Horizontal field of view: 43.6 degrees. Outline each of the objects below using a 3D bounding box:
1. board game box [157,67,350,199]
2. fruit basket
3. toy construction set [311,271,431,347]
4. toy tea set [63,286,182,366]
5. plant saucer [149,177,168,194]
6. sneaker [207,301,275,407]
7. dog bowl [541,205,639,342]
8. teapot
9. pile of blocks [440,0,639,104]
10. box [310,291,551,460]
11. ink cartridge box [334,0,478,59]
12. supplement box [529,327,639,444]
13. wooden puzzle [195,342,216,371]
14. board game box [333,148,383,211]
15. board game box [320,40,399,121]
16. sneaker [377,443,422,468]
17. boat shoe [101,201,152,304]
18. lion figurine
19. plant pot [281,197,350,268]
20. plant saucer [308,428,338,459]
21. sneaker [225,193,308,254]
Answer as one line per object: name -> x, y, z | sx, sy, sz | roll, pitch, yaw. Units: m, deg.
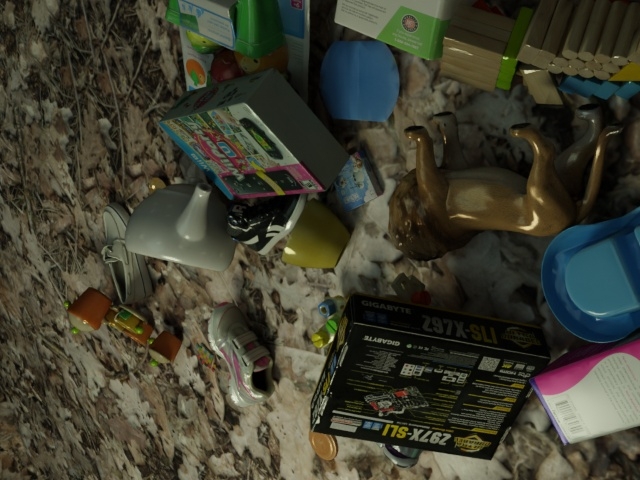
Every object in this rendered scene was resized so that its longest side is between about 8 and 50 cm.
board game box -> -0.128, -0.186, 1.472 | 0.303, 0.097, 0.224 | 1, 140, 52
fruit basket -> -0.157, -0.340, 1.479 | 0.327, 0.165, 0.352 | 30, 135, 26
toy construction set -> 0.123, 0.163, 1.420 | 0.328, 0.151, 0.215 | -33, 81, 59
toy tea set -> -0.518, 0.241, 2.070 | 0.336, 0.124, 0.200 | 18, 157, 39
plant saucer -> -0.381, -0.112, 1.917 | 0.083, 0.015, 0.083 | 21, 121, 40
sneaker -> -0.164, 0.252, 1.788 | 0.111, 0.103, 0.252 | -10, 105, 44
dog bowl -> 0.438, 0.031, 1.065 | 0.297, 0.074, 0.165 | -31, 74, 48
teapot -> -0.288, -0.044, 1.711 | 0.256, 0.253, 0.186 | 10, 86, 28
pile of blocks -> 0.333, -0.266, 1.064 | 0.362, 0.149, 0.112 | 12, 72, 33
box -> 0.168, 0.225, 1.285 | 0.079, 0.322, 0.257 | -90, 14, -52
ink cartridge box -> 0.144, -0.429, 1.165 | 0.198, 0.115, 0.272 | 33, 127, 33
supplement box -> 0.428, 0.195, 1.127 | 0.220, 0.114, 0.111 | -35, 79, 49
wooden puzzle -> -0.286, 0.288, 1.990 | 0.083, 0.006, 0.049 | 39, 130, 29
board game box -> 0.062, -0.107, 1.453 | 0.090, 0.020, 0.090 | -27, 86, 48
board game box -> 0.074, -0.274, 1.367 | 0.169, 0.033, 0.133 | 10, 108, 38
sneaker -> 0.119, 0.333, 1.551 | 0.224, 0.083, 0.098 | 38, 109, 24
boat shoe -> -0.521, 0.036, 2.069 | 0.096, 0.088, 0.267 | -5, 102, 47
lion figurine -> 0.258, -0.067, 1.182 | 0.392, 0.142, 0.240 | 6, 118, 40
plant pot -> 0.000, 0.000, 1.498 | 0.095, 0.134, 0.134 | 26, 127, 7
plant saucer -> 0.004, 0.441, 1.745 | 0.084, 0.013, 0.083 | 21, 121, 40
sneaker -> -0.119, -0.052, 1.581 | 0.121, 0.079, 0.217 | 25, 139, -16
